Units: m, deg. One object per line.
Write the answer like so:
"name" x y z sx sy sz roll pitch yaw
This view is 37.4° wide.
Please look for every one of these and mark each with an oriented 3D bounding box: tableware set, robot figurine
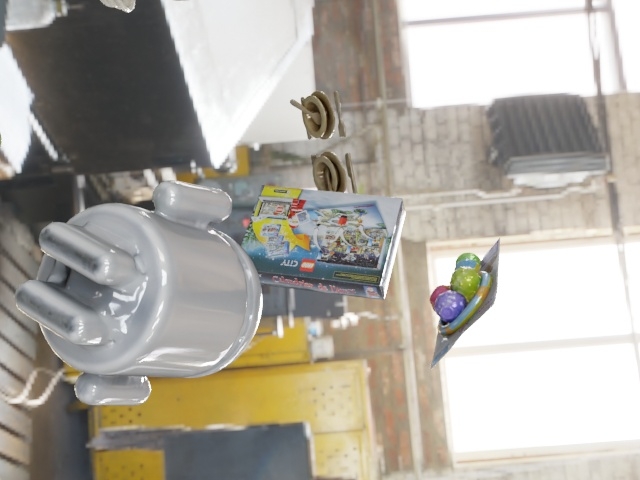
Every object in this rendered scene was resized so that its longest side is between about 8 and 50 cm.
"tableware set" -0.001 -0.164 1.661 0.128 0.039 0.194 4 -73 58
"robot figurine" -0.203 0.067 1.167 0.300 0.200 0.353 -63 152 4

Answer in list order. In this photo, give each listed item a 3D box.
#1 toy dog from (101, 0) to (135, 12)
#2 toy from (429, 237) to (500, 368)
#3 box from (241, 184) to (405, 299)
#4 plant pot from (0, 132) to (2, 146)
"toy dog" -0.229 -0.475 1.400 0.220 0.161 0.333 67 21 -10
"toy" 0.201 0.075 1.386 0.137 0.056 0.237 -51 -179 25
"box" 0.000 0.000 1.448 0.044 0.233 0.159 70 32 -55
"plant pot" -0.529 -0.149 1.391 0.079 0.083 0.083 -45 139 -46
